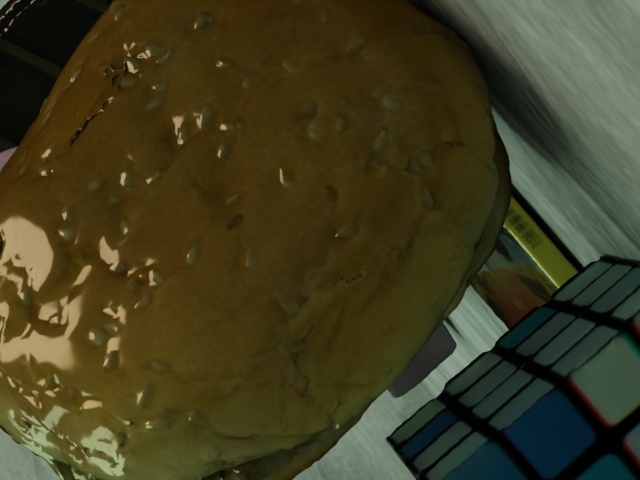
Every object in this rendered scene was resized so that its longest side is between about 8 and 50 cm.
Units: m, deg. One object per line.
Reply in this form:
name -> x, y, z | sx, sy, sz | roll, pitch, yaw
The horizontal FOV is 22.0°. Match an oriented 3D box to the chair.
chair -> -0.346, -0.226, 1.543 | 0.365, 0.362, 0.410 | 24, 173, 38

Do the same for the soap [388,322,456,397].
soap -> 0.000, 0.000, 1.851 | 0.296, 0.107, 0.285 | 45, 173, 40

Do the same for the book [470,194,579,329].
book -> 0.109, -0.001, 1.059 | 0.374, 0.028, 0.262 | 49, 175, -2

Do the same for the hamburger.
hamburger -> -0.051, -0.009, 0.797 | 0.259, 0.283, 0.144 | 29, 175, 31

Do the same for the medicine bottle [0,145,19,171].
medicine bottle -> -0.277, 0.045, 1.493 | 0.178, 0.178, 0.291 | 49, 148, 0

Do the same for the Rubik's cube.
Rubik's cube -> 0.143, 0.113, 0.796 | 0.151, 0.155, 0.154 | 51, 176, -6
